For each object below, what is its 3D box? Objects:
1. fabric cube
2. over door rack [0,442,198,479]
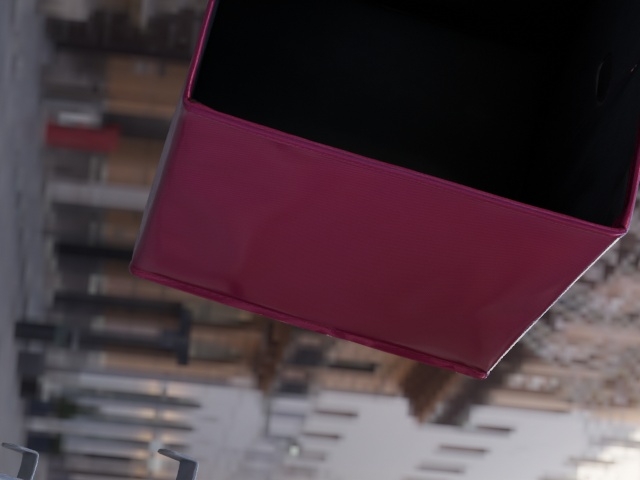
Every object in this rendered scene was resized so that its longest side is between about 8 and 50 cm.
[{"bbox_3d":[0.047,-0.100,1.162,0.258,0.254,0.259,117,-12,-66],"label":"fabric cube"},{"bbox_3d":[-0.285,0.195,1.388,0.239,0.324,0.108,-3,-100,46],"label":"over door rack"}]
